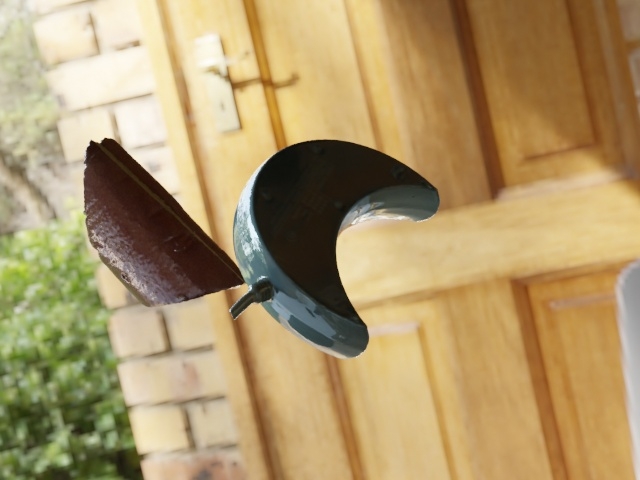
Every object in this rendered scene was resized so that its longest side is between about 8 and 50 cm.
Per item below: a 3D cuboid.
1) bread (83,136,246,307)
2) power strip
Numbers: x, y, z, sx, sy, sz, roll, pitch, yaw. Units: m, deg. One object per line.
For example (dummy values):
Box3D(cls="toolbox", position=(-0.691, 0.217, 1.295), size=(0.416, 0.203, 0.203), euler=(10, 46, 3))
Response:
Box3D(cls="bread", position=(-0.159, 0.005, 1.333), size=(0.067, 0.192, 0.119), euler=(-37, -14, -46))
Box3D(cls="power strip", position=(0.000, 0.000, 1.046), size=(0.044, 0.137, 0.216), euler=(-57, -1, 43))
